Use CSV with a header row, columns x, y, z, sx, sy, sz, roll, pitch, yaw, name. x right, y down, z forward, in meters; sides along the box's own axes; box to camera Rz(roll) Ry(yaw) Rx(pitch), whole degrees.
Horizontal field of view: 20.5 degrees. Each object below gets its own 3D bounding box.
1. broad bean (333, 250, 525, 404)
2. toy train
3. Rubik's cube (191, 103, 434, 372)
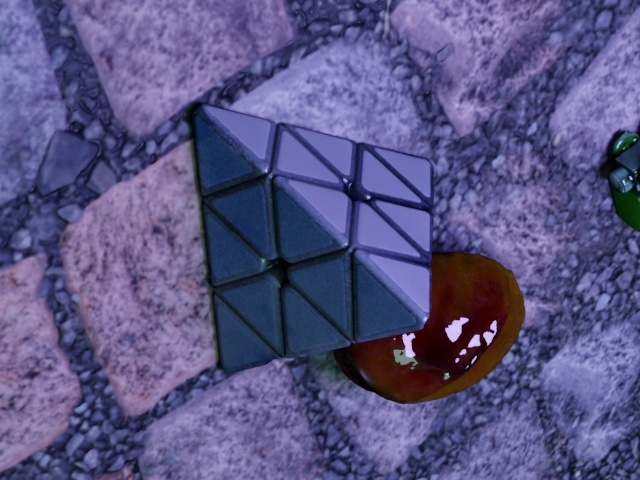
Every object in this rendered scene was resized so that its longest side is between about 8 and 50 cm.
x,y,z,sx,sy,sz,roll,pitch,yaw,name
0.119,0.092,1.913,0.228,0.122,0.156,-23,100,-31,broad bean
0.441,-0.114,2.057,0.251,0.085,0.119,-33,134,-14,toy train
-0.001,0.000,1.767,0.228,0.228,0.233,-2,166,5,Rubik's cube
